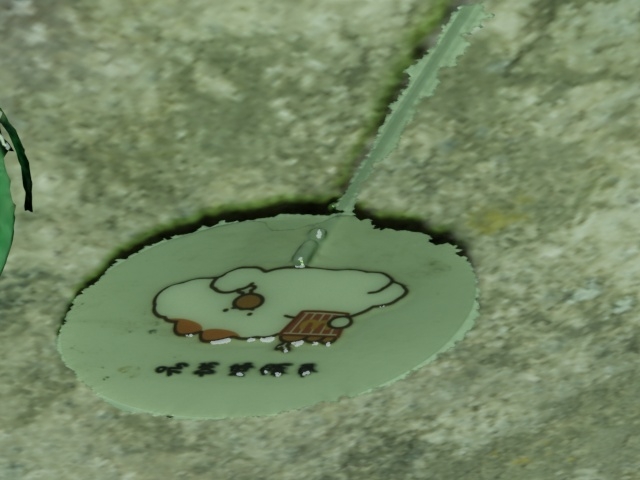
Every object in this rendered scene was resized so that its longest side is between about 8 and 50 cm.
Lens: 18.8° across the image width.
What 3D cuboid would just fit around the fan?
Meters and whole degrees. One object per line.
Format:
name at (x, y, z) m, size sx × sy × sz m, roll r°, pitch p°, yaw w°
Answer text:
fan at (0.000, -0.001, 0.800) m, size 0.190 × 0.009 × 0.329 m, roll 3°, pitch 148°, yaw -19°

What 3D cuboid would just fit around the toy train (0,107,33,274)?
toy train at (-0.199, -0.041, 0.440) m, size 0.126 × 0.189 × 0.307 m, roll 9°, pitch 138°, yaw 52°
